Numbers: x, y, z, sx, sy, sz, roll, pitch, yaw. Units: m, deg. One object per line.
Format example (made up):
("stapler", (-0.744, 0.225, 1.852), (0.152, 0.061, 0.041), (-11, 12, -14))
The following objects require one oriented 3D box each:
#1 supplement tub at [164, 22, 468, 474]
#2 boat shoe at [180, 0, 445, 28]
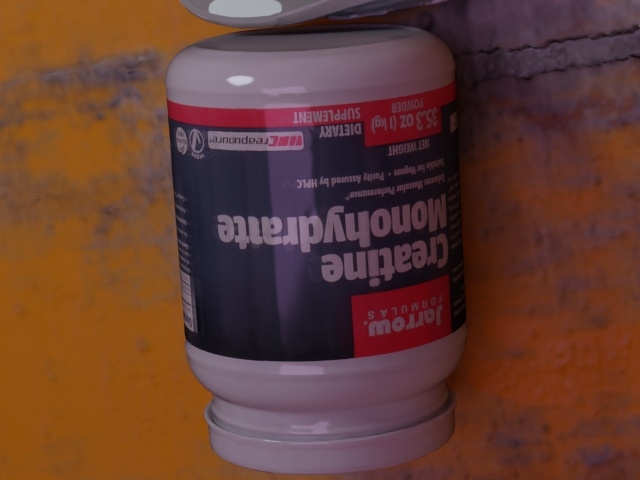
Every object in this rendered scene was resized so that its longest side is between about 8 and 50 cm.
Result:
("supplement tub", (0.000, 0.000, 1.284), (0.191, 0.191, 0.272), (1, 103, 21))
("boat shoe", (0.019, -0.177, 1.293), (0.227, 0.081, 0.079), (-8, 73, 16))
